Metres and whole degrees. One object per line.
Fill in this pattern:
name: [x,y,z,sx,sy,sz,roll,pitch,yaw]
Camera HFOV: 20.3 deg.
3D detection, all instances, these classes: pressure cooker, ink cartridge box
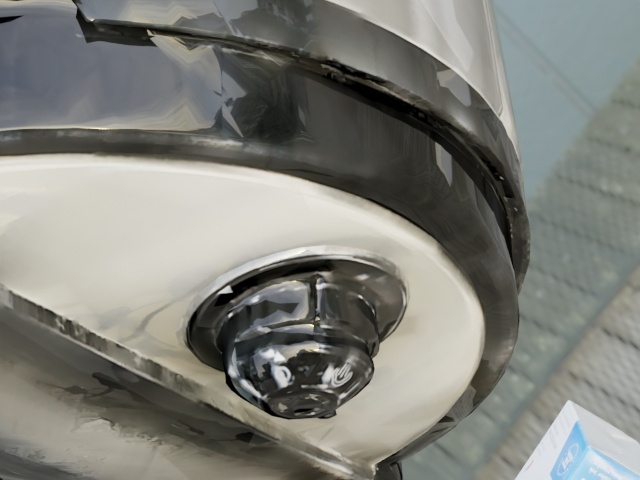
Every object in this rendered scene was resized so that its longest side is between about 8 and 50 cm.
pressure cooker: [-0.106,-0.058,0.727,0.375,0.370,0.420,114,154,-57]
ink cartridge box: [0.182,0.262,1.481,0.231,0.078,0.134,-58,5,10]
